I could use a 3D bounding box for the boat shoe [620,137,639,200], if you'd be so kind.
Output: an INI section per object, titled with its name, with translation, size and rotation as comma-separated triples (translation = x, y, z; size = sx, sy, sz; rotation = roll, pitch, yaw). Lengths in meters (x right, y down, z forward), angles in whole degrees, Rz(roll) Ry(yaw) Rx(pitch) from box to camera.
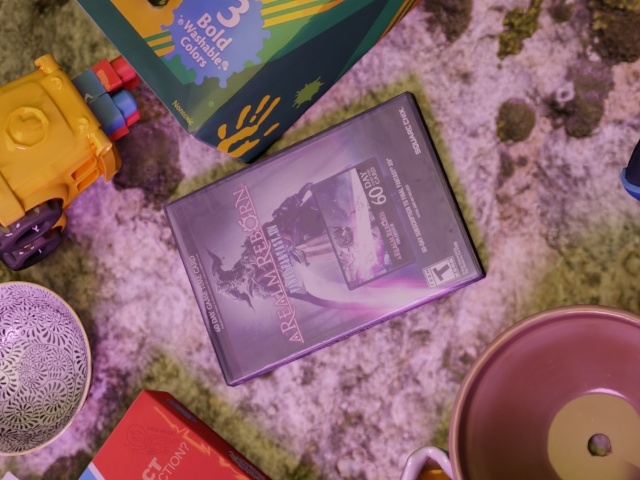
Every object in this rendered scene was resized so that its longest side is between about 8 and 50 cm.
[boat shoe]
translation = 0.393, -0.048, 1.702
size = 0.258, 0.109, 0.089
rotation = 19, 85, 18

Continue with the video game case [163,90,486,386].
[video game case]
translation = 0.000, 0.000, 1.869
size = 0.274, 0.026, 0.196
rotation = -24, 75, 13

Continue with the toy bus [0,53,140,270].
[toy bus]
translation = -0.261, -0.093, 1.889
size = 0.211, 0.220, 0.149
rotation = -34, 80, -10

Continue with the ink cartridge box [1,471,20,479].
[ink cartridge box]
translation = -0.312, 0.277, 1.930
size = 0.048, 0.028, 0.083
rotation = 36, 94, 19

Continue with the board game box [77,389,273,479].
[board game box]
translation = -0.112, 0.331, 1.836
size = 0.316, 0.064, 0.242
rotation = 37, 94, 19

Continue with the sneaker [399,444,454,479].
[sneaker]
translation = 0.101, 0.294, 1.717
size = 0.087, 0.092, 0.228
rotation = -9, 58, 5

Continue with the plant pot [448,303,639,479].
[plant pot]
translation = 0.241, 0.179, 1.714
size = 0.237, 0.110, 0.237
rotation = -3, 80, 17

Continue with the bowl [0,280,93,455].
[bowl]
translation = -0.287, 0.129, 1.916
size = 0.170, 0.080, 0.170
rotation = -3, 81, 18

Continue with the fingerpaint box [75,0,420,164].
[fingerpaint box]
translation = -0.100, -0.365, 1.880
size = 0.371, 0.163, 0.445
rotation = -43, 72, 9
